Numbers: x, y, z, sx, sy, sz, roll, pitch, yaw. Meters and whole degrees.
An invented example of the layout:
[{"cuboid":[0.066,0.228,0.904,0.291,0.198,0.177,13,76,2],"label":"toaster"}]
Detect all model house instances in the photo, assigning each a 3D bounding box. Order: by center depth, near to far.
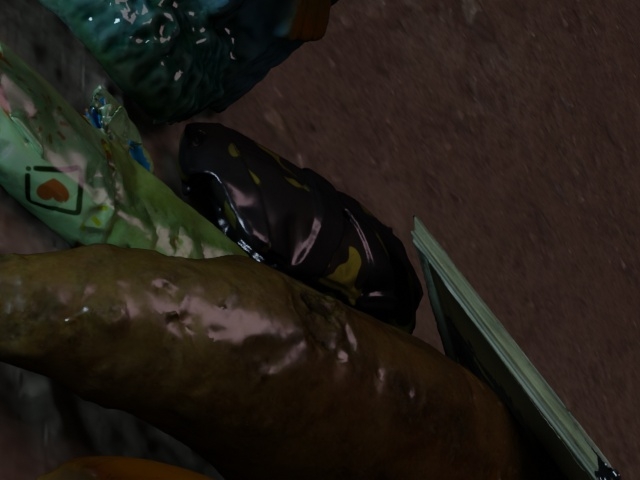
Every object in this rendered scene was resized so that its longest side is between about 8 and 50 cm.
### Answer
[{"cuboid":[-0.058,-0.244,0.741,0.261,0.241,0.226,59,16,2],"label":"model house"}]

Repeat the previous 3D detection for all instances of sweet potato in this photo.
[{"cuboid":[-0.010,0.089,0.615,0.422,0.130,0.131,30,38,-40],"label":"sweet potato"}]

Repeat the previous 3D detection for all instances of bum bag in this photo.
[{"cuboid":[0.000,0.000,0.790,0.232,0.060,0.107,28,33,-42],"label":"bum bag"}]

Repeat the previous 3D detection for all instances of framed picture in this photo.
[{"cuboid":[0.129,0.122,0.754,0.252,0.014,0.197,57,-10,50],"label":"framed picture"}]

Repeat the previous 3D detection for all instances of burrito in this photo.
[{"cuboid":[-0.128,-0.046,0.653,0.288,0.054,0.104,43,30,-22],"label":"burrito"}]

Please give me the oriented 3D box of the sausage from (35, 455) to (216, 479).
[{"cuboid":[0.001,0.186,0.556,0.328,0.112,0.112,31,38,-39],"label":"sausage"}]
